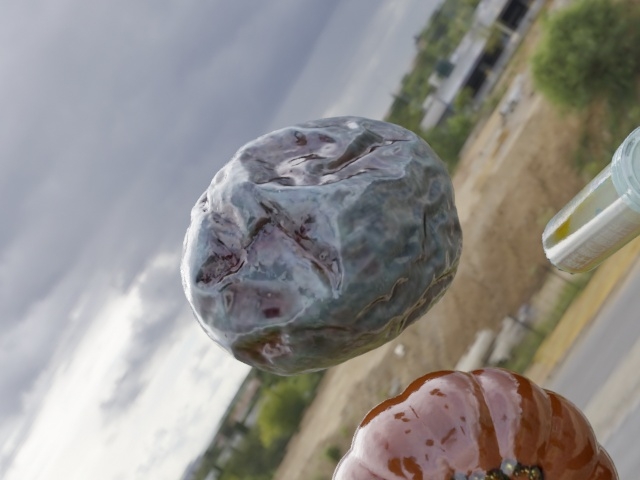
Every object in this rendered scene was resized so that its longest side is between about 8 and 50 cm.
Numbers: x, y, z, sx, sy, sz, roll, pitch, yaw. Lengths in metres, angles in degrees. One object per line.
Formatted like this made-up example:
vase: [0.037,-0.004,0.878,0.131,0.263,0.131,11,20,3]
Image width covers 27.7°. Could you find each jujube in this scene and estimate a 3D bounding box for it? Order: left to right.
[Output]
jujube: [0.002,0.009,1.259,0.308,0.246,0.215,-25,-50,-43]

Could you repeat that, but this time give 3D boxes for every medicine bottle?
medicine bottle: [0.251,-0.028,1.100,0.074,0.074,0.218,-59,-2,-18]

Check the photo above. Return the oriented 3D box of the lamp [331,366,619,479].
lamp: [0.116,0.204,0.969,0.223,0.223,0.196,-59,11,0]
